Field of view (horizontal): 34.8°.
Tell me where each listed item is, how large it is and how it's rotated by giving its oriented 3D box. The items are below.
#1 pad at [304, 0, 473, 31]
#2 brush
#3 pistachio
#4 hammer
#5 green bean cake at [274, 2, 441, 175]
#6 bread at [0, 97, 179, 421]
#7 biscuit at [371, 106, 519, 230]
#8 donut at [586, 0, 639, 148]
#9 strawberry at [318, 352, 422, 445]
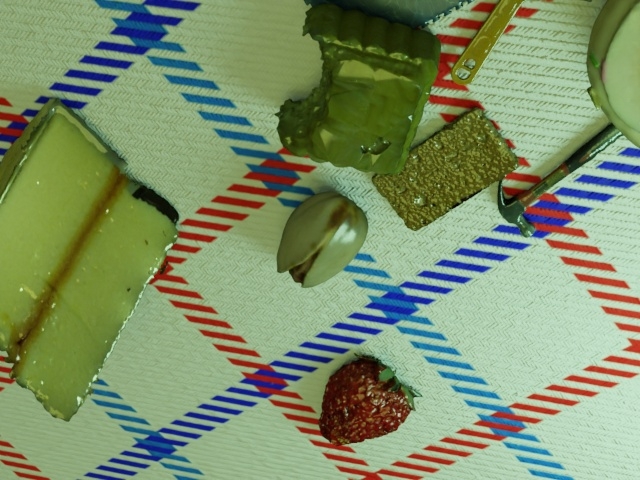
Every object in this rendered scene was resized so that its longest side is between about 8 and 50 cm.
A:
[{"bbox_3d":[0.081,-0.428,1.549,0.269,0.012,0.269,-26,112,26],"label":"pad"},{"bbox_3d":[0.279,-0.346,1.544,0.103,0.013,0.272,27,122,-10],"label":"brush"},{"bbox_3d":[0.000,0.000,1.758,0.144,0.144,0.215,30,131,-6],"label":"pistachio"},{"bbox_3d":[0.403,-0.120,1.652,0.111,0.033,0.288,42,121,-15],"label":"hammer"},{"bbox_3d":[0.054,-0.229,1.602,0.233,0.124,0.236,15,128,-1],"label":"green bean cake"},{"bbox_3d":[-0.451,0.037,1.783,0.346,0.405,0.242,37,133,-25],"label":"bread"},{"bbox_3d":[0.206,-0.115,1.700,0.231,0.025,0.131,-32,103,29],"label":"biscuit"},{"bbox_3d":[0.549,-0.252,1.448,0.371,0.150,0.307,42,128,-14],"label":"donut"},{"bbox_3d":[0.062,0.322,1.966,0.228,0.098,0.174,-29,110,26],"label":"strawberry"}]
